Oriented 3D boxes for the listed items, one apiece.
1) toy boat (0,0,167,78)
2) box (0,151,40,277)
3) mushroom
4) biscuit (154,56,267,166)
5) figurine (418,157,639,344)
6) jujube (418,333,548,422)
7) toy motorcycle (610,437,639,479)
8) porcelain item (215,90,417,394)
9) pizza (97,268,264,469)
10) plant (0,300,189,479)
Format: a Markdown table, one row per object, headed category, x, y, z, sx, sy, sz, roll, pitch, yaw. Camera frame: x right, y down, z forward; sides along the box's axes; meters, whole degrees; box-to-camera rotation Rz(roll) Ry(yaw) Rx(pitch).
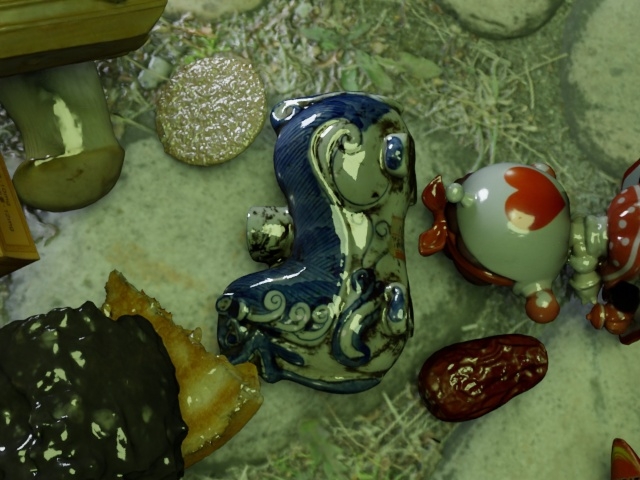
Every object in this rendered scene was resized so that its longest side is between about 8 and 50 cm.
| category | x | y | z | sx | sy | sz | roll | pitch | yaw |
| --- | --- | --- | --- | --- | --- | --- | --- | --- | --- |
| toy boat | -0.280 | -0.198 | 1.087 | 0.310 | 0.089 | 0.115 | -15 | 84 | -23 |
| box | -0.381 | -0.076 | 1.153 | 0.174 | 0.076 | 0.274 | -24 | 82 | 12 |
| mushroom | -0.260 | -0.192 | 1.210 | 0.159 | 0.122 | 0.329 | -19 | 82 | 6 |
| biscuit | -0.106 | -0.126 | 1.255 | 0.120 | 0.015 | 0.120 | -6 | 69 | 16 |
| figurine | 0.205 | -0.006 | 1.243 | 0.226 | 0.160 | 0.183 | 5 | 76 | -3 |
| jujube | 0.157 | 0.128 | 1.236 | 0.129 | 0.077 | 0.077 | -16 | 81 | -12 |
| toy motorcycle | 0.355 | 0.333 | 1.219 | 0.171 | 0.089 | 0.298 | -1 | 78 | -12 |
| porcelain item | 0.000 | 0.000 | 1.221 | 0.186 | 0.138 | 0.288 | 0 | 82 | 8 |
| pizza | -0.152 | 0.118 | 1.188 | 0.188 | 0.062 | 0.199 | -25 | 71 | 13 |
| plant | -0.206 | 0.177 | 1.067 | 0.204 | 0.178 | 0.234 | 9 | 69 | -51 |
